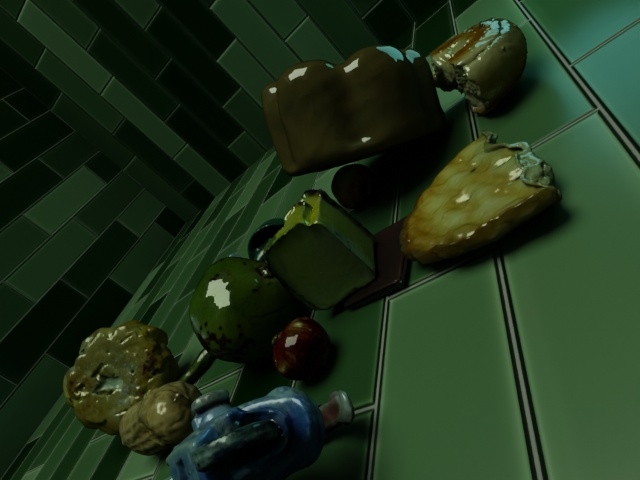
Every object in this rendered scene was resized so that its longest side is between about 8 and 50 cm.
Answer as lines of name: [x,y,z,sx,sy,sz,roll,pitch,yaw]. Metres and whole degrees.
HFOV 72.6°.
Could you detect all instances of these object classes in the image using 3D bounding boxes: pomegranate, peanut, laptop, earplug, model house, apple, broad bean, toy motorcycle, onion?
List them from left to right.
peanut: [-0.360,0.414,1.021,0.291,0.143,0.159,-36,-11,39]
broad bean: [-0.327,0.330,1.237,0.297,0.043,0.060,-53,12,-12]
pomegranate: [-0.185,0.167,1.003,0.270,0.254,0.254,-52,19,14]
toy motorcycle: [-0.100,0.277,0.613,0.241,0.182,0.319,-39,-7,-49]
earplug: [-0.146,0.059,1.240,0.257,0.164,0.280,-52,15,28]
onion: [-0.038,0.201,0.811,0.118,0.118,0.117,-2,70,62]
model house: [0.000,0.000,0.929,0.170,0.194,0.211,-41,20,29]
apple: [0.088,-0.152,1.194,0.102,0.126,0.126,19,65,42]
laptop: [0.125,0.045,0.909,0.154,0.026,0.207,-33,23,37]

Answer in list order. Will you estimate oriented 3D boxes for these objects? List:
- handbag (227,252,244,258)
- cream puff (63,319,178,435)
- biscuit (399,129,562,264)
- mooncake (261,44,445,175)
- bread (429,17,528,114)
handbag: [-0.358,0.152,1.611,0.221,0.057,0.144,-51,25,-11]
cream puff: [-0.577,0.408,1.327,0.257,0.291,0.324,93,-160,-76]
biscuit: [0.286,-0.093,0.783,0.329,0.078,0.335,-22,31,53]
mooncake: [0.083,-0.341,1.161,0.467,0.262,0.467,-13,9,2]
bread: [0.390,-0.431,1.055,0.192,0.171,0.314,-40,22,9]
